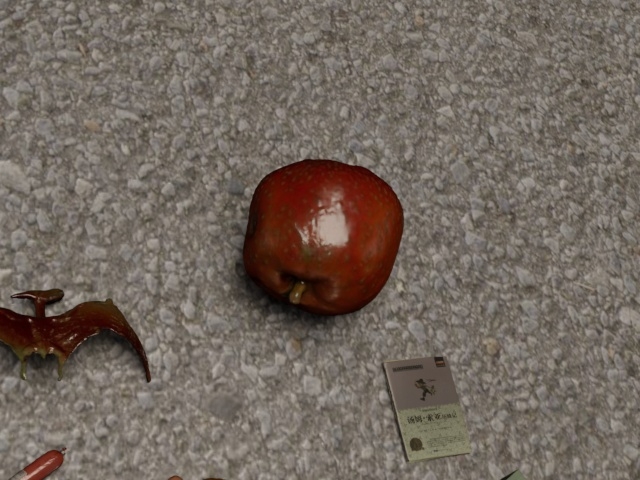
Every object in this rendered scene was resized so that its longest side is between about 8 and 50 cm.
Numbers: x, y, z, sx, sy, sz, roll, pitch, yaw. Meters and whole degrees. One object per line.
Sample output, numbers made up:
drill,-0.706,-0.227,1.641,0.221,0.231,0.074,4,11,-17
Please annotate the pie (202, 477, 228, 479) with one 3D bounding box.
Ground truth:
pie,-0.117,0.451,1.619,0.088,0.033,0.191,-11,65,-14

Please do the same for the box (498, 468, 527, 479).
box,0.288,0.503,1.625,0.117,0.225,0.225,-31,76,-30

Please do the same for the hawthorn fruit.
hawthorn fruit,0.000,0.000,1.773,0.275,0.275,0.299,26,49,-5

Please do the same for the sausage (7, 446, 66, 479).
sausage,-0.471,0.381,1.533,0.253,0.034,0.034,-36,79,-31

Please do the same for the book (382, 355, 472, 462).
book,0.185,0.289,1.828,0.127,0.014,0.181,-3,65,-21

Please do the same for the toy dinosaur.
toy dinosaur,-0.445,0.167,1.632,0.327,0.113,0.206,-18,44,-38

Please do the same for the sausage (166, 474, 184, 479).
sausage,-0.207,0.397,1.618,0.034,0.034,0.083,-37,78,-31
